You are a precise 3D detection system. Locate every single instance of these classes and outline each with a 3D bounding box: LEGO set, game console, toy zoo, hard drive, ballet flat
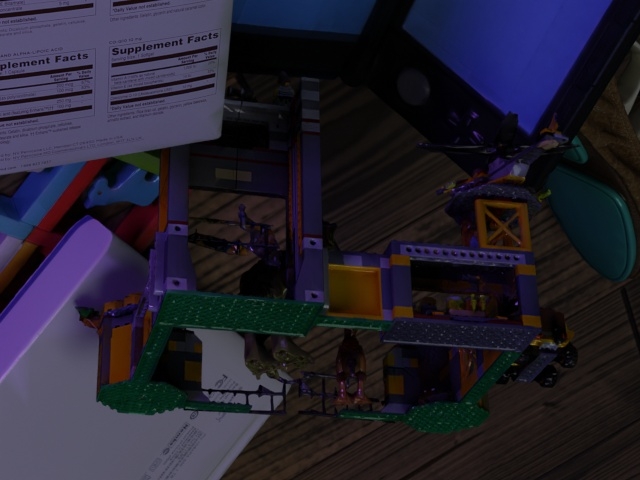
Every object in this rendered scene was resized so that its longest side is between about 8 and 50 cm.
[{"bbox_3d":[0.000,0.000,0.984,0.331,0.192,0.255,2,152,-6],"label":"LEGO set"},{"bbox_3d":[0.061,-0.170,0.923,0.173,0.250,0.293,-31,156,-42],"label":"game console"},{"bbox_3d":[-0.210,-0.017,1.038,0.192,0.030,0.293,21,119,-43],"label":"toy zoo"},{"bbox_3d":[-0.158,0.132,1.136,0.210,0.040,0.319,-51,147,-5],"label":"hard drive"},{"bbox_3d":[0.228,-0.095,1.181,0.124,0.116,0.342,-48,136,-9],"label":"ballet flat"}]

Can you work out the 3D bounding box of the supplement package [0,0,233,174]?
[{"bbox_3d":[-0.146,-0.180,0.785,0.149,0.194,0.203,-12,135,-22],"label":"supplement package"}]
